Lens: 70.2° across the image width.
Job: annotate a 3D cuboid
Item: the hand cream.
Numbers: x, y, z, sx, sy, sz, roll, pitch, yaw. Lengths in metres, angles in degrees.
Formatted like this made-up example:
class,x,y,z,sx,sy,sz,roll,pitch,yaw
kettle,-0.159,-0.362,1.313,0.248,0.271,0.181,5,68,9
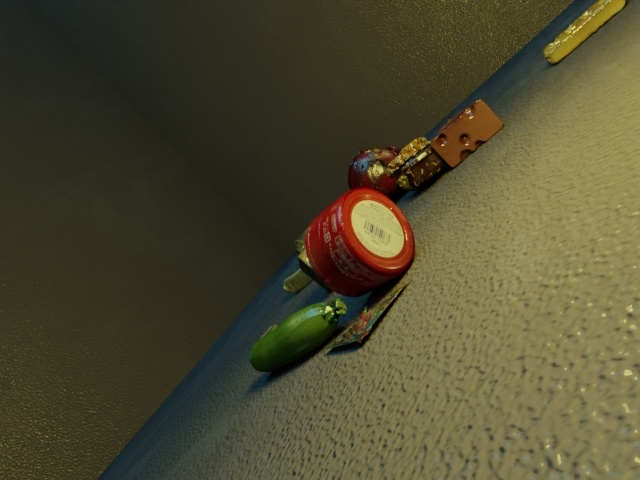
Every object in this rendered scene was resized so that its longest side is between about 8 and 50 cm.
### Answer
class,x,y,z,sx,sy,sz,roll,pitch,yaw
hand cream,0.091,0.004,1.036,0.149,0.230,0.230,-38,8,48

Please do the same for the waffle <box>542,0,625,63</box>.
class,x,y,z,sx,sy,sz,roll,pitch,yaw
waffle,0.869,-0.704,1.513,0.274,0.057,0.168,-42,6,32

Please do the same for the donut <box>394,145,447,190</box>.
class,x,y,z,sx,sy,sz,roll,pitch,yaw
donut,0.366,-0.255,1.591,0.216,0.096,0.230,-37,-6,-16

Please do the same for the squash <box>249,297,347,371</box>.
class,x,y,z,sx,sy,sz,roll,pitch,yaw
squash,-0.065,0.237,1.101,0.378,0.101,0.101,-39,7,39

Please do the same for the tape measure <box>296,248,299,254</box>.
class,x,y,z,sx,sy,sz,roll,pitch,yaw
tape measure,0.000,0.000,2.222,0.245,0.149,0.231,-42,7,24

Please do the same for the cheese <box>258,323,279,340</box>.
class,x,y,z,sx,sy,sz,roll,pitch,yaw
cheese,-0.156,0.317,1.515,0.097,0.037,0.192,-48,5,-21

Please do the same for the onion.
class,x,y,z,sx,sy,sz,roll,pitch,yaw
onion,0.252,-0.271,1.938,0.276,0.276,0.276,-44,5,5

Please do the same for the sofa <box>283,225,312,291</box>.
class,x,y,z,sx,sy,sz,roll,pitch,yaw
sofa,-0.082,0.087,2.019,0.225,0.176,0.210,-42,6,26

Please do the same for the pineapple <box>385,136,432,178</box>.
class,x,y,z,sx,sy,sz,roll,pitch,yaw
pineapple,0.318,-0.302,1.649,0.221,0.047,0.221,-38,-7,-5

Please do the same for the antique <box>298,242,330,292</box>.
class,x,y,z,sx,sy,sz,roll,pitch,yaw
antique,0.018,0.053,1.454,0.152,0.148,0.147,-49,-15,-15

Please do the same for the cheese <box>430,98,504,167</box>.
class,x,y,z,sx,sy,sz,roll,pitch,yaw
cheese,0.479,-0.364,1.458,0.203,0.128,0.177,-46,5,-36

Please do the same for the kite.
class,x,y,z,sx,sy,sz,roll,pitch,yaw
kite,0.096,0.160,0.915,0.241,0.014,0.183,-44,2,9
